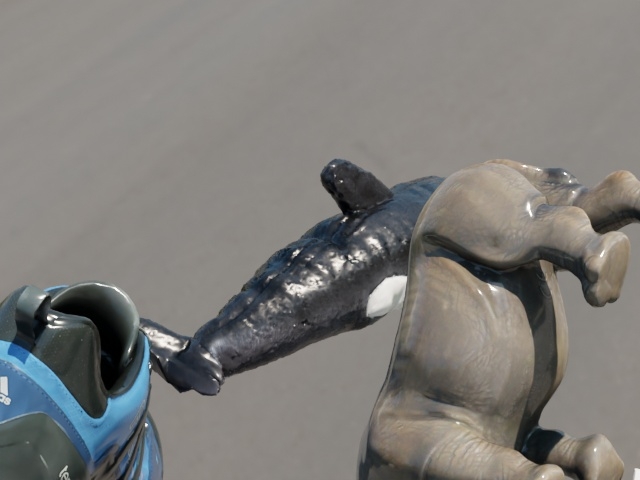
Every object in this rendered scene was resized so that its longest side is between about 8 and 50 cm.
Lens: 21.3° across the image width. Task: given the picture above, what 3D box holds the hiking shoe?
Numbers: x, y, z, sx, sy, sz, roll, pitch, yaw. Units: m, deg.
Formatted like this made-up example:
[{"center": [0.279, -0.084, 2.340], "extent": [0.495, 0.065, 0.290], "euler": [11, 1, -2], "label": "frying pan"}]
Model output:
[{"center": [-0.120, 0.088, 0.879], "extent": [0.132, 0.113, 0.304], "euler": [-60, -3, 2], "label": "hiking shoe"}]

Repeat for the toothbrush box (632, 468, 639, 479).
[{"center": [0.335, 0.279, 1.111], "extent": [0.283, 0.206, 0.122], "euler": [6, 30, 14], "label": "toothbrush box"}]

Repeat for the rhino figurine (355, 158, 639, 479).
[{"center": [0.062, 0.080, 0.681], "extent": [0.106, 0.243, 0.073], "euler": [18, 1, 40], "label": "rhino figurine"}]

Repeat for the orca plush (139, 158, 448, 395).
[{"center": [0.000, 0.000, 1.096], "extent": [0.287, 0.102, 0.151], "euler": [-20, 13, -26], "label": "orca plush"}]
